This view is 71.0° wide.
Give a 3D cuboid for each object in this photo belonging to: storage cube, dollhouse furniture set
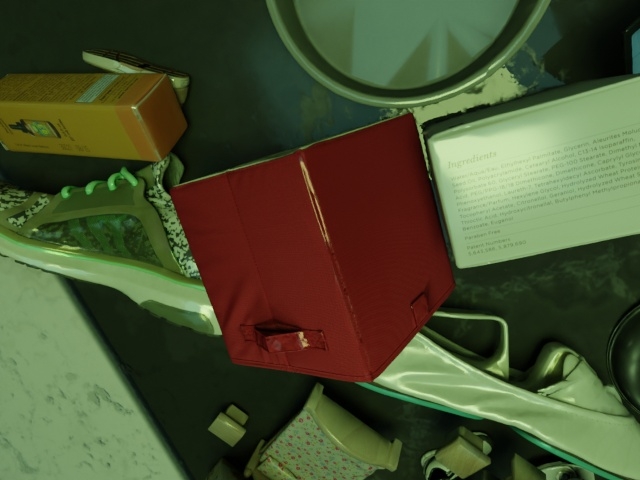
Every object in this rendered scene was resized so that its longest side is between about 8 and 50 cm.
[{"bbox_3d":[0.000,0.000,0.454,0.184,0.215,0.193,-6,106,41],"label":"storage cube"},{"bbox_3d":[0.028,0.308,0.538,0.355,0.174,0.303,35,125,0],"label":"dollhouse furniture set"}]

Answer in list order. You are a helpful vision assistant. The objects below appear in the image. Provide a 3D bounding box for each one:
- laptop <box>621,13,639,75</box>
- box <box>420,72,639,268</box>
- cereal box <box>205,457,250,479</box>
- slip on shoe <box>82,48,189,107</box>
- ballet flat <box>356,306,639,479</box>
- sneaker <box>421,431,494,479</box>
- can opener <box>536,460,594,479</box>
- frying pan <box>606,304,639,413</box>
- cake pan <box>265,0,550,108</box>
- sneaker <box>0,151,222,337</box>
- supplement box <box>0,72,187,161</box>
[{"bbox_3d":[0.416,-0.160,0.379,0.264,0.136,0.234,46,110,-4],"label":"laptop"},{"bbox_3d":[0.199,-0.073,0.426,0.182,0.181,0.119,-13,103,15],"label":"box"},{"bbox_3d":[-0.081,0.393,0.602,0.173,0.240,0.047,42,74,-1],"label":"cereal box"},{"bbox_3d":[-0.227,-0.199,0.550,0.135,0.051,0.041,16,121,0],"label":"slip on shoe"},{"bbox_3d":[0.225,0.163,0.529,0.400,0.139,0.139,19,109,7],"label":"ballet flat"},{"bbox_3d":[0.188,0.300,0.611,0.109,0.044,0.040,-37,94,17],"label":"sneaker"},{"bbox_3d":[0.334,0.421,0.588,0.076,0.095,0.283,-10,104,15],"label":"can opener"},{"bbox_3d":[0.492,0.155,0.471,0.326,0.053,0.197,10,113,25],"label":"frying pan"},{"bbox_3d":[0.086,-0.286,0.454,0.293,0.054,0.293,3,107,11],"label":"cake pan"},{"bbox_3d":[-0.238,-0.033,0.570,0.410,0.158,0.182,21,92,2],"label":"sneaker"},{"bbox_3d":[-0.286,-0.150,0.536,0.233,0.080,0.078,5,140,14],"label":"supplement box"}]
